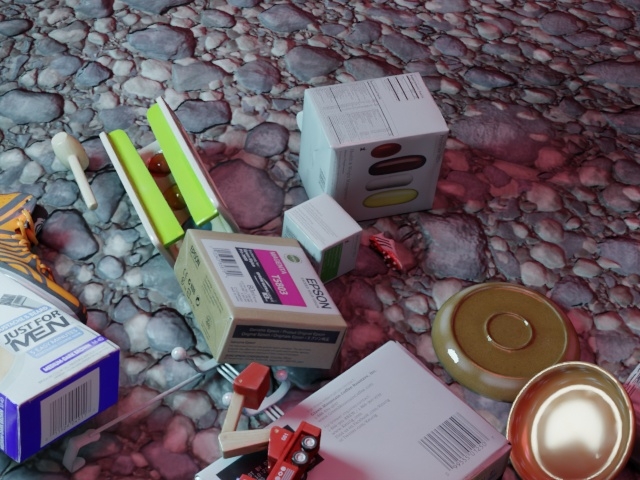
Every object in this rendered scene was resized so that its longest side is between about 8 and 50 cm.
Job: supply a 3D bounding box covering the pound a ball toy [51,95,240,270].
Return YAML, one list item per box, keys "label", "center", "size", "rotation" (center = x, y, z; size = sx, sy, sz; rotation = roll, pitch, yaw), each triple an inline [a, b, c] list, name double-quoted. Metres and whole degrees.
- label: "pound a ball toy"
  center: [-0.287, -0.083, 2.137]
  size: [0.208, 0.135, 0.319]
  rotation: [-32, 54, 0]

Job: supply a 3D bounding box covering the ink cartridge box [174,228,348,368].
- label: "ink cartridge box"
  center: [-0.093, 0.085, 1.945]
  size: [0.193, 0.088, 0.234]
  rotation: [4, 32, -28]

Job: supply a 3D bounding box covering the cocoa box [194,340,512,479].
- label: "cocoa box"
  center: [0.038, 0.346, 1.688]
  size: [0.347, 0.228, 0.231]
  rotation: [-31, 56, -30]

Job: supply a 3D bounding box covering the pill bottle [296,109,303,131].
- label: "pill bottle"
  center: [0.019, -0.230, 2.322]
  size: [0.120, 0.067, 0.067]
  rotation: [-28, 56, -28]

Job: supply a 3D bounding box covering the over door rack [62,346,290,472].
- label: "over door rack"
  center: [-0.161, 0.273, 1.818]
  size: [0.324, 0.108, 0.239]
  rotation: [-34, 58, -31]

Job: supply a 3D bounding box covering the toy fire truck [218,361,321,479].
- label: "toy fire truck"
  center: [-0.074, 0.249, 1.580]
  size: [0.135, 0.047, 0.192]
  rotation: [21, 49, 16]

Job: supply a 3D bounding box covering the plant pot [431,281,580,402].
- label: "plant pot"
  center: [0.293, 0.149, 2.030]
  size: [0.236, 0.032, 0.236]
  rotation: [4, 47, -4]

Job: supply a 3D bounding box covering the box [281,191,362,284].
- label: "box"
  center: [0.000, 0.000, 2.087]
  size: [0.087, 0.101, 0.102]
  rotation: [-27, 58, -28]

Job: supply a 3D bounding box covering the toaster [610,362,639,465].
- label: "toaster"
  center: [0.511, 0.257, 1.894]
  size: [0.146, 0.129, 0.227]
  rotation: [30, 54, 25]

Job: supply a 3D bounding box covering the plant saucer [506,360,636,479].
- label: "plant saucer"
  center: [0.361, 0.273, 1.854]
  size: [0.200, 0.037, 0.200]
  rotation: [-16, 61, 32]

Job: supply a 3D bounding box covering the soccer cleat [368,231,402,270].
- label: "soccer cleat"
  center: [0.114, 0.017, 2.134]
  size: [0.036, 0.029, 0.083]
  rotation: [-27, 51, -22]

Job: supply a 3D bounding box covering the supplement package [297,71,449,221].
- label: "supplement package"
  center: [0.083, -0.151, 2.171]
  size: [0.203, 0.194, 0.149]
  rotation: [-10, 50, -14]

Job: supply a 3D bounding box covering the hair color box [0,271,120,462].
- label: "hair color box"
  center: [-0.462, 0.149, 1.801]
  size: [0.339, 0.110, 0.185]
  rotation: [26, 36, 29]

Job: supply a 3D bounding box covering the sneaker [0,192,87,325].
- label: "sneaker"
  center: [-0.457, 0.020, 2.005]
  size: [0.321, 0.124, 0.180]
  rotation: [28, 52, 18]
